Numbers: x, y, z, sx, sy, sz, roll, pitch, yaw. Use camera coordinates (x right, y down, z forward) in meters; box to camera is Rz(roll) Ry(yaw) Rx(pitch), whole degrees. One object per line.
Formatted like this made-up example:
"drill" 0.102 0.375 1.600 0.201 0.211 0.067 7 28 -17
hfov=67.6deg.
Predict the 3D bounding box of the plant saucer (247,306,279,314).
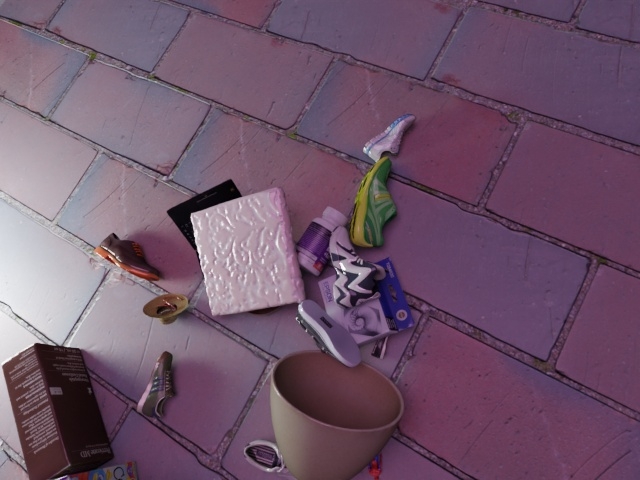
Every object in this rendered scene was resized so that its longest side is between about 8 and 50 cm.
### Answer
"plant saucer" -0.178 0.129 1.460 0.198 0.036 0.199 -3 79 14

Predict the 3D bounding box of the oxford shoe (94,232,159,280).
"oxford shoe" -0.627 0.051 1.579 0.271 0.097 0.098 24 74 20

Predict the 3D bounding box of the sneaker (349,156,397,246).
"sneaker" 0.170 -0.111 1.436 0.123 0.109 0.296 19 72 -9

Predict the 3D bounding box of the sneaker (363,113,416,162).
"sneaker" 0.231 -0.314 1.497 0.190 0.071 0.083 -40 74 8

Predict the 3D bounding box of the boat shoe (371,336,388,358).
"boat shoe" 0.172 0.265 1.332 0.038 0.046 0.125 14 85 13

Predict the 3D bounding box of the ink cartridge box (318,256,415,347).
"ink cartridge box" 0.122 0.175 1.341 0.224 0.045 0.223 -25 60 14

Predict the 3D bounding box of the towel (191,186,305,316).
"towel" -0.213 0.041 1.402 0.316 0.053 0.332 -13 88 22

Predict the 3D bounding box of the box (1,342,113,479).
"box" -0.780 0.506 1.418 0.143 0.191 0.381 -31 68 3

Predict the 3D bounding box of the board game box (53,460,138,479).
"board game box" -0.622 0.696 1.270 0.144 0.275 0.142 -21 68 7

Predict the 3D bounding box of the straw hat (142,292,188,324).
"straw hat" -0.478 0.228 1.494 0.144 0.144 0.061 8 116 17

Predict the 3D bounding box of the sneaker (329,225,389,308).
"sneaker" 0.112 0.063 1.314 0.153 0.094 0.235 -10 63 19

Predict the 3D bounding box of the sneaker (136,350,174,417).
"sneaker" -0.470 0.438 1.434 0.086 0.064 0.192 20 79 12

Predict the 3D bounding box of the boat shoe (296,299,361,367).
"boat shoe" 0.013 0.263 1.290 0.228 0.080 0.076 43 128 20

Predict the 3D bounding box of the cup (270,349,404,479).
"cup" 0.016 0.460 1.191 0.331 0.331 0.237 20 106 19

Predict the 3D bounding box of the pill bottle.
"pill bottle" 0.000 0.000 1.426 0.108 0.108 0.194 31 83 21

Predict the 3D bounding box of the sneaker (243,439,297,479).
"sneaker" -0.086 0.593 1.265 0.258 0.091 0.094 4 74 16

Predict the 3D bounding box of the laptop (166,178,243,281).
"laptop" -0.315 -0.013 1.495 0.234 0.264 0.137 -25 32 5

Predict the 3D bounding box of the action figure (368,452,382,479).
"action figure" 0.141 0.569 1.250 0.038 0.030 0.115 -8 76 17
